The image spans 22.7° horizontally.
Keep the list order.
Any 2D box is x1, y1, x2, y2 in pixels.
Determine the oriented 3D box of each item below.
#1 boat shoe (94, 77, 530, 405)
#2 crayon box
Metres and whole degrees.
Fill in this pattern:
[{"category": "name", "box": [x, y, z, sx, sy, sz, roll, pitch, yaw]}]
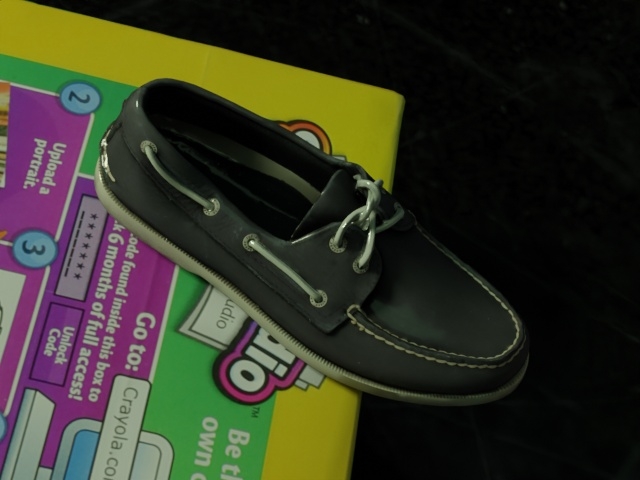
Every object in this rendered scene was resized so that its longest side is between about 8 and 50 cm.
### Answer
[{"category": "boat shoe", "box": [0.000, 0.000, 0.664, 0.206, 0.065, 0.075, 30, 54, 3]}, {"category": "crayon box", "box": [-0.141, 0.064, 0.692, 0.313, 0.106, 0.363, 14, 55, -5]}]
